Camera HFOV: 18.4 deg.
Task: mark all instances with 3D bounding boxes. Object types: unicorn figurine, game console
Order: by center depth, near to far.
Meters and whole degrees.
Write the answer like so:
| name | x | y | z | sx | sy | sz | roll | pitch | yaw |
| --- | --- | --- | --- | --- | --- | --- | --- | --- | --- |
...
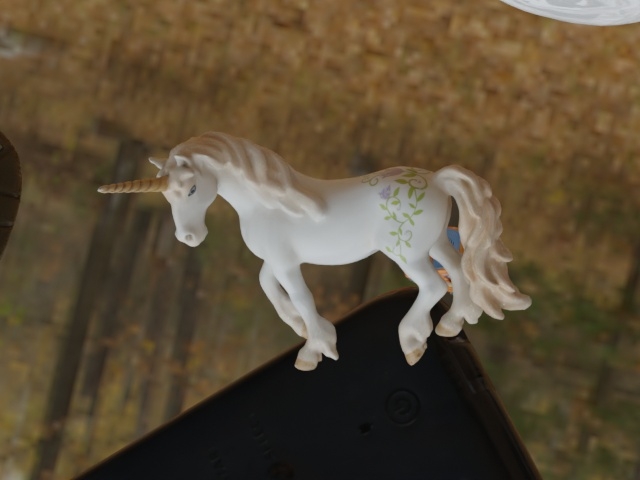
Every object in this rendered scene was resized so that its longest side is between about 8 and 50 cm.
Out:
| name | x | y | z | sx | sy | sz | roll | pitch | yaw |
| --- | --- | --- | --- | --- | --- | --- | --- | --- | --- |
| unicorn figurine | 0.000 | 0.000 | 0.831 | 0.162 | 0.111 | 0.060 | -12 | -157 | 2 |
| game console | -0.004 | 0.263 | 0.975 | 0.342 | 0.386 | 0.060 | -33 | 159 | 15 |

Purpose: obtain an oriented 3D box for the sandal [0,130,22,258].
| name | x | y | z | sx | sy | sz | roll | pitch | yaw |
| --- | --- | --- | --- | --- | --- | --- | --- | --- | --- |
| sandal | -0.212 | 0.041 | 0.937 | 0.090 | 0.219 | 0.060 | 19 | 178 | -15 |

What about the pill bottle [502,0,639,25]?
| name | x | y | z | sx | sy | sz | roll | pitch | yaw |
| --- | --- | --- | --- | --- | --- | --- | --- | --- | --- |
| pill bottle | 0.160 | -0.263 | 1.016 | 0.162 | 0.278 | 0.162 | 19 | 157 | 9 |

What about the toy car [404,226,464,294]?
| name | x | y | z | sx | sy | sz | roll | pitch | yaw |
| --- | --- | --- | --- | --- | --- | --- | --- | --- | --- |
| toy car | 0.064 | 0.041 | 1.078 | 0.060 | 0.122 | 0.040 | 38 | 150 | -29 |
